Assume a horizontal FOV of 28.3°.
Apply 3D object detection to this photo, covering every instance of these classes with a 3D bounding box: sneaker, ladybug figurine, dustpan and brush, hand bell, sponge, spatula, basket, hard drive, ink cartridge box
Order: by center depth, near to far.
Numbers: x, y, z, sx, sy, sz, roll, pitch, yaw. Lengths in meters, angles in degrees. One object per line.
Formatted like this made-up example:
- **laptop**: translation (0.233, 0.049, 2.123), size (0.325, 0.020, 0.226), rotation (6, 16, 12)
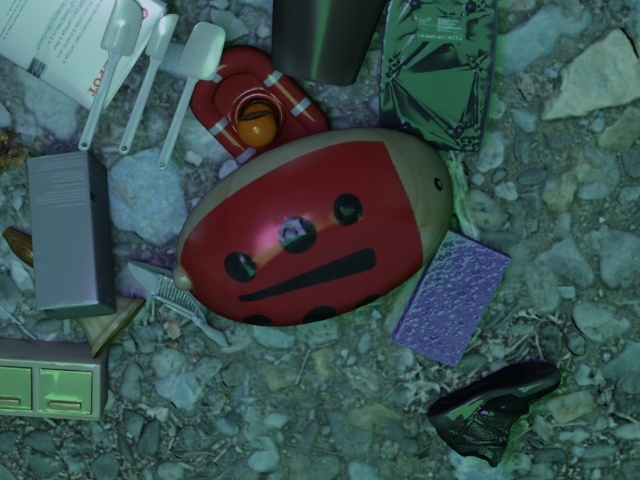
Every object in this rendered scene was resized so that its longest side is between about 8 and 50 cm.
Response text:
- **basket**: translation (0.013, -0.349, 1.836), size (0.205, 0.154, 0.226), rotation (6, 109, -15)
- **spatula**: translation (-0.250, -0.220, 1.843), size (0.168, 0.019, 0.242), rotation (15, 111, -19)
- **ink cartridge box**: translation (-0.382, -0.344, 1.861), size (0.273, 0.115, 0.198), rotation (33, 106, -11)
- **ladybug figurine**: translation (0.000, 0.000, 1.887), size (0.450, 0.162, 0.305), rotation (-22, 128, -5)
- **hard drive**: translation (0.175, -0.265, 1.916), size (0.172, 0.054, 0.254), rotation (3, 109, 0)
- **hand bell**: translation (-0.409, 0.063, 2.018), size (0.242, 0.126, 0.126), rotation (41, 104, 2)
- **dustpan and brush**: translation (-0.208, 0.109, 2.023), size (0.211, 0.147, 0.060), rotation (33, 76, -39)
- **sponge**: translation (0.210, 0.093, 2.045), size (0.117, 0.031, 0.210), rotation (23, 106, -7)
- **sneaker**: translation (0.303, 0.286, 2.081), size (0.228, 0.087, 0.130), rotation (-28, 108, 12)

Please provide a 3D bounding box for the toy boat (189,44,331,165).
- **toy boat**: translation (-0.094, -0.181, 1.894), size (0.151, 0.151, 0.231), rotation (-42, 103, 12)

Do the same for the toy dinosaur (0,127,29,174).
- **toy dinosaur**: translation (-0.509, -0.113, 1.957), size (0.064, 0.112, 0.211), rotation (15, 151, -26)

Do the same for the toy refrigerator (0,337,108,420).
- **toy refrigerator**: translation (-0.485, 0.224, 2.058), size (0.270, 0.094, 0.102), rotation (4, 108, -2)

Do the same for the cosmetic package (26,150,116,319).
- **cosmetic package**: translation (-0.375, -0.004, 1.920), size (0.107, 0.127, 0.237), rotation (-9, 81, 3)
